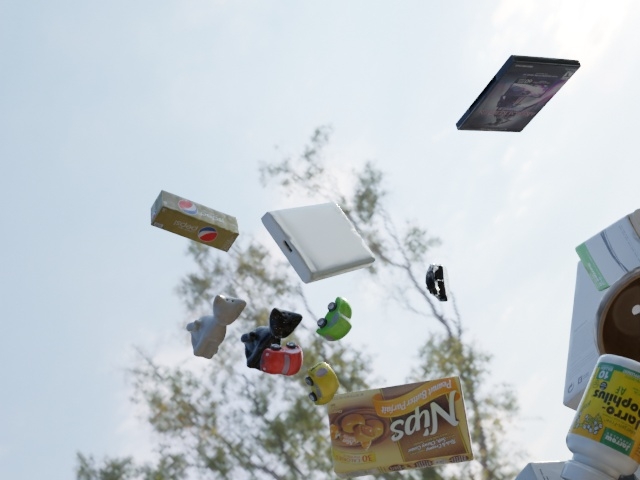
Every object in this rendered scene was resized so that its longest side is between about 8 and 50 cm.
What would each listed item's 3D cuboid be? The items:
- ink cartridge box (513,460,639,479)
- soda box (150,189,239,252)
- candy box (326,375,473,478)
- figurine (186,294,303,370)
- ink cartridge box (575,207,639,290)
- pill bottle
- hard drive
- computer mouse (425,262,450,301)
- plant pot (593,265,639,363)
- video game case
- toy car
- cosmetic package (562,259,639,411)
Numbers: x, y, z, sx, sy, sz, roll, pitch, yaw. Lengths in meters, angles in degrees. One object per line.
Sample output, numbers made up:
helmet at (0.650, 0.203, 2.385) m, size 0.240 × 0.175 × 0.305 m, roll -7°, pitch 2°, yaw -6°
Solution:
ink cartridge box at (0.453, 0.480, 1.570) m, size 0.273 × 0.114 × 0.197 m, roll 5°, pitch -47°, yaw -21°
soda box at (-0.264, -0.040, 1.902) m, size 0.181 × 0.061 × 0.058 m, roll 21°, pitch -58°, yaw -26°
candy box at (0.181, 0.432, 2.079) m, size 0.316 × 0.183 × 0.087 m, roll -9°, pitch -27°, yaw 6°
figurine at (-0.170, 0.192, 1.998) m, size 0.215 × 0.092 × 0.209 m, roll 15°, pitch -37°, yaw -20°
ink cartridge box at (0.666, -0.008, 1.813) m, size 0.198 × 0.114 × 0.273 m, roll -24°, pitch -10°, yaw -10°
pill bottle at (0.459, 0.296, 1.426) m, size 0.208 × 0.118 × 0.117 m, roll -63°, pitch -28°, yaw -12°
hard drive at (0.000, 0.000, 2.295) m, size 0.040 × 0.203 × 0.307 m, roll -43°, pitch -17°, yaw 29°
computer mouse at (0.200, 0.076, 1.612) m, size 0.242 × 0.041 × 0.071 m, roll 16°, pitch -113°, yaw -76°
plant pot at (0.603, 0.142, 1.657) m, size 0.237 × 0.110 × 0.237 m, roll -2°, pitch -74°, yaw -6°
video game case at (0.477, -0.352, 2.196) m, size 0.196 × 0.026 × 0.274 m, roll -1°, pitch -29°, yaw -24°
toy car at (0.005, 0.222, 1.891) m, size 0.239 × 0.053 × 0.225 m, roll 42°, pitch -104°, yaw -43°
cosmetic package at (0.725, 0.217, 2.115) m, size 0.161 × 0.230 × 0.453 m, roll -58°, pitch 9°, yaw 47°
